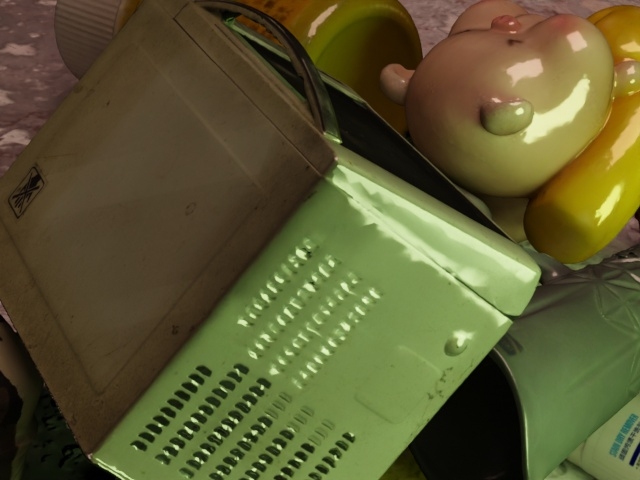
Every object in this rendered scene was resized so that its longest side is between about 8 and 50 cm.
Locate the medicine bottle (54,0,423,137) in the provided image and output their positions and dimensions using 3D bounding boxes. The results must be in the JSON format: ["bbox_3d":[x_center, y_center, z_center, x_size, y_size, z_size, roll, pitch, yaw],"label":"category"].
[{"bbox_3d":[-0.096,-0.204,1.969,0.384,0.224,0.224,22,33,38],"label":"medicine bottle"}]

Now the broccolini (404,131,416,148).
[{"bbox_3d":[0.079,-0.097,2.001,0.074,0.058,0.201,15,23,11],"label":"broccolini"}]

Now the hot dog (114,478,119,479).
[{"bbox_3d":[-0.146,0.213,1.524,0.037,0.021,0.083,-7,37,-26],"label":"hot dog"}]

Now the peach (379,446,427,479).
[{"bbox_3d":[0.034,0.190,1.565,0.189,0.068,0.279,-29,50,-34],"label":"peach"}]

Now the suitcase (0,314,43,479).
[{"bbox_3d":[-0.433,0.098,1.449,0.339,0.194,0.351,-3,35,-45],"label":"suitcase"}]

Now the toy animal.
[{"bbox_3d":[0.194,-0.146,1.829,0.247,0.277,0.345,29,-5,-17],"label":"toy animal"}]

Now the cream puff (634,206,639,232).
[{"bbox_3d":[0.451,-0.025,1.849,0.350,0.228,0.350,28,20,-11],"label":"cream puff"}]

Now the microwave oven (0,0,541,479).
[{"bbox_3d":[-0.061,0.015,1.450,0.247,0.333,0.394,34,8,-34],"label":"microwave oven"}]

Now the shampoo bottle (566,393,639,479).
[{"bbox_3d":[0.298,0.192,1.606,0.303,0.092,0.092,28,37,28],"label":"shampoo bottle"}]

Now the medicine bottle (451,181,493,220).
[{"bbox_3d":[0.097,0.005,1.757,0.215,0.135,0.135,33,40,31],"label":"medicine bottle"}]

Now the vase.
[{"bbox_3d":[0.195,0.089,1.539,0.301,0.156,0.251,-25,71,-40],"label":"vase"}]
